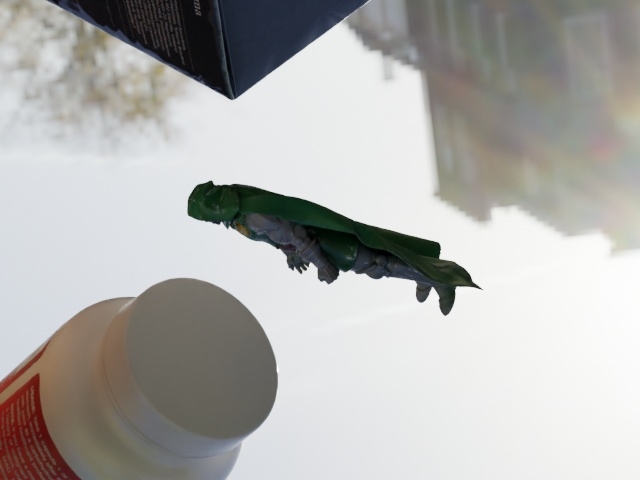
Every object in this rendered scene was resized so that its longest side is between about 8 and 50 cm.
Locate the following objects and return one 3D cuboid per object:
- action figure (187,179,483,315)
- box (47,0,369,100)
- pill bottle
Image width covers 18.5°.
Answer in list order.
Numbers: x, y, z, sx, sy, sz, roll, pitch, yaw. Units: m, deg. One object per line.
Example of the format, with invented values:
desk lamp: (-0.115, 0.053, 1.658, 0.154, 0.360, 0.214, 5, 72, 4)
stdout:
action figure: (0.000, 0.000, 1.553, 0.232, 0.063, 0.137, 20, -179, -22)
box: (-0.080, -0.332, 1.762, 0.312, 0.179, 0.343, 30, -125, 34)
pill bottle: (-0.222, 0.200, 2.025, 0.229, 0.229, 0.407, -22, 169, -43)
